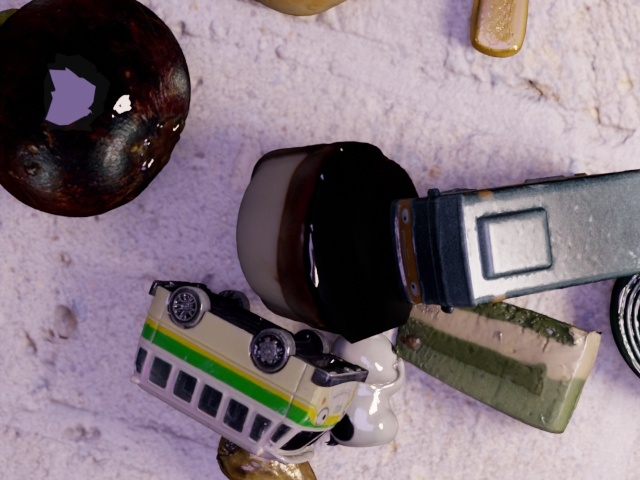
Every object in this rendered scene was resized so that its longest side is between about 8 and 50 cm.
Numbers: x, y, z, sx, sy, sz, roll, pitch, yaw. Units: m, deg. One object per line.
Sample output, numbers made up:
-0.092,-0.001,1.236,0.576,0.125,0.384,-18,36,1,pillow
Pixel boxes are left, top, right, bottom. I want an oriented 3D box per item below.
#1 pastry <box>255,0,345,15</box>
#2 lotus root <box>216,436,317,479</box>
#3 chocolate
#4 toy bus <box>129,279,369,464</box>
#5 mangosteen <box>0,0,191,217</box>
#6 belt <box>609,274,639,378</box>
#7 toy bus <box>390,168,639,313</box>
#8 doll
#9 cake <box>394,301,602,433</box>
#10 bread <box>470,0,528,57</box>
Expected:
-0.017,-0.477,1.429,0.284,0.184,0.316,25,93,0,pastry
-0.067,0.340,1.522,0.190,0.094,0.108,41,113,-8,lotus root
0.000,0.000,1.427,0.186,0.283,0.284,-4,93,39,chocolate
-0.107,0.184,1.435,0.305,0.143,0.179,24,95,24,toy bus
-0.337,-0.192,1.403,0.330,0.330,0.330,0,93,2,mangosteen
0.535,0.133,1.475,0.206,0.116,0.267,-35,89,6,belt
0.276,-0.006,1.393,0.323,0.194,0.162,-8,93,-24,toy bus
0.063,0.211,1.498,0.107,0.110,0.181,7,88,-19,doll
0.250,0.156,1.461,0.283,0.172,0.158,21,91,3,cake
0.257,-0.321,1.492,0.082,0.056,0.115,4,88,-2,bread
